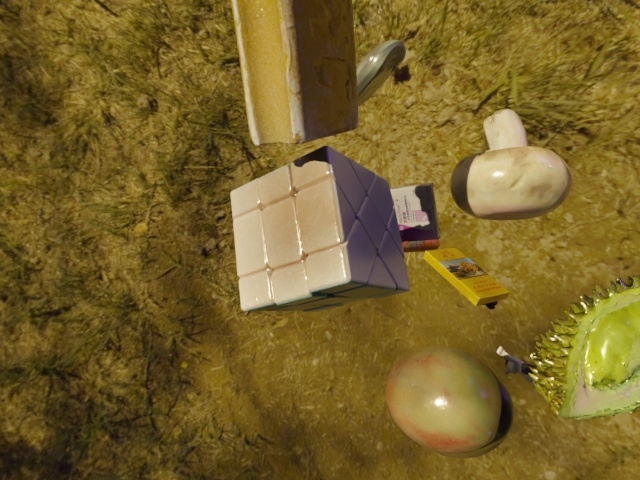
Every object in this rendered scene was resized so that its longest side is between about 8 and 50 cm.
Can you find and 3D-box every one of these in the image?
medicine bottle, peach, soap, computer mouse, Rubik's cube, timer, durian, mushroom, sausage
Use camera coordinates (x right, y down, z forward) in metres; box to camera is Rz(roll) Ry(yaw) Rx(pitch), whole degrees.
[{"bbox_3d":[0.323,-0.095,1.494,0.171,0.052,0.201,-4,110,24],"label":"medicine bottle"},{"bbox_3d":[0.294,0.376,1.002,0.291,0.292,0.248,2,79,6],"label":"peach"},{"bbox_3d":[-0.040,-0.385,0.899,0.156,0.293,0.336,5,110,26],"label":"soap"},{"bbox_3d":[0.165,-0.573,1.482,0.095,0.197,0.331,56,148,1],"label":"computer mouse"},{"bbox_3d":[0.000,0.000,1.073,0.315,0.321,0.319,-18,72,31],"label":"Rubik's cube"},{"bbox_3d":[0.732,0.448,1.416,0.265,0.175,0.176,14,108,50],"label":"timer"},{"bbox_3d":[0.454,0.139,0.591,0.351,0.158,0.169,-16,59,2],"label":"durian"},{"bbox_3d":[0.612,-0.202,1.387,0.353,0.353,0.325,-37,121,14],"label":"mushroom"},{"bbox_3d":[0.377,0.007,1.808,0.311,0.093,0.093,-1,108,-37],"label":"sausage"}]

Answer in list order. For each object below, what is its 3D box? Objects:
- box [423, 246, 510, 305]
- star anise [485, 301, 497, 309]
[{"bbox_3d":[0.282,0.066,0.834,0.086,0.155,0.023,-8,127,-28],"label":"box"},{"bbox_3d":[0.691,0.225,1.859,0.191,0.097,0.070,56,137,28],"label":"star anise"}]
